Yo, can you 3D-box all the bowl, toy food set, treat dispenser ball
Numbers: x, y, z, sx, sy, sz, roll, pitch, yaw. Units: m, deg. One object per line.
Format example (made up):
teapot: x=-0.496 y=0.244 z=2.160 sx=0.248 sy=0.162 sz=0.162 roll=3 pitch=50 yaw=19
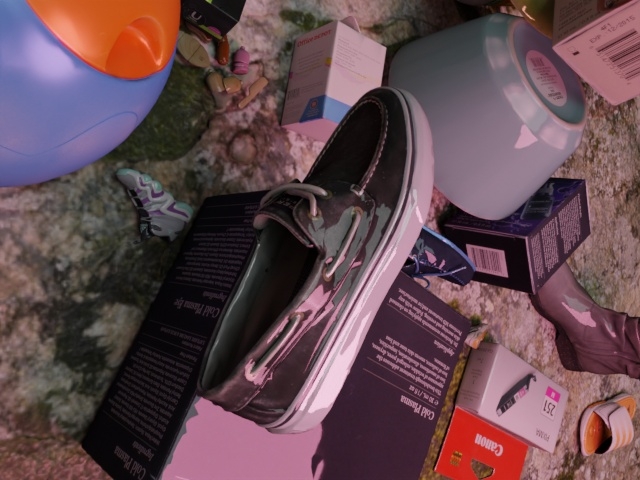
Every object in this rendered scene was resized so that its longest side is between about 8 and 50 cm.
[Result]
bowl: x=0.266 y=-0.203 z=0.832 sx=0.311 sy=0.163 sz=0.312 roll=17 pitch=59 yaw=-32
toy food set: x=-0.123 y=-0.219 z=0.680 sx=0.122 sy=0.019 sz=0.078 roll=48 pitch=63 yaw=-20
treat dispenser ball: x=-0.248 y=-0.183 z=0.411 sx=0.288 sy=0.288 sz=0.288 roll=-2 pitch=92 yaw=-38

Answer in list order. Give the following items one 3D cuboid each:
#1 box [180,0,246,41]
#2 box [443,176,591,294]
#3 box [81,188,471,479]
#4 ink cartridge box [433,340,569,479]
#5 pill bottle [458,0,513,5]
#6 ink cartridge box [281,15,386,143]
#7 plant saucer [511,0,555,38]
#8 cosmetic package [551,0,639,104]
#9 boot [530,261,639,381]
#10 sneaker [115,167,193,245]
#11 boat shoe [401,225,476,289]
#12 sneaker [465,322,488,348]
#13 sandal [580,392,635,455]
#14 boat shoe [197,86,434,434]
box: x=-0.119 y=-0.284 z=0.646 sx=0.062 sy=0.052 sz=0.083 roll=25 pitch=65 yaw=-30
box: x=0.334 y=-0.019 z=0.954 sx=0.207 sy=0.153 sz=0.108 roll=-36 pitch=121 yaw=-33
box: x=-0.029 y=0.161 z=0.664 sx=0.343 sy=0.179 sz=0.313 roll=35 pitch=69 yaw=-33
ink cartridge box: x=0.340 y=0.343 z=1.039 sx=0.275 sy=0.060 sz=0.239 roll=34 pitch=70 yaw=-34
pill bottle: x=0.282 y=-0.451 z=0.915 sx=0.245 sy=0.136 sz=0.136 roll=-17 pitch=102 yaw=-37
ink cartridge box: x=0.019 y=-0.210 z=0.744 sx=0.090 sy=0.092 sz=0.143 roll=14 pitch=84 yaw=-38
plant saucer: x=0.325 y=-0.408 z=0.820 sx=0.241 sy=0.037 sz=0.241 roll=12 pitch=69 yaw=-33
cosmetic package: x=0.415 y=-0.357 z=0.765 sx=0.153 sy=0.129 sz=0.296 roll=26 pitch=62 yaw=-27
boot: x=0.556 y=0.145 z=1.097 sx=0.118 sy=0.222 sz=0.338 roll=-50 pitch=119 yaw=-25
sneaker: x=-0.191 y=-0.029 z=0.618 sx=0.098 sy=0.038 sz=0.069 roll=37 pitch=69 yaw=-33
boat shoe: x=0.113 y=0.014 z=0.836 sx=0.258 sy=0.109 sz=0.089 roll=28 pitch=81 yaw=-18
sneaker: x=0.268 y=0.159 z=0.993 sx=0.083 sy=0.037 sz=0.032 roll=-17 pitch=124 yaw=-59
sandal: x=0.681 y=0.414 z=1.298 sx=0.265 sy=0.076 sz=0.102 roll=-11 pitch=98 yaw=-37
boat shoe: x=0.000 y=0.000 z=0.493 sx=0.119 sy=0.121 sz=0.335 roll=30 pitch=75 yaw=-39
